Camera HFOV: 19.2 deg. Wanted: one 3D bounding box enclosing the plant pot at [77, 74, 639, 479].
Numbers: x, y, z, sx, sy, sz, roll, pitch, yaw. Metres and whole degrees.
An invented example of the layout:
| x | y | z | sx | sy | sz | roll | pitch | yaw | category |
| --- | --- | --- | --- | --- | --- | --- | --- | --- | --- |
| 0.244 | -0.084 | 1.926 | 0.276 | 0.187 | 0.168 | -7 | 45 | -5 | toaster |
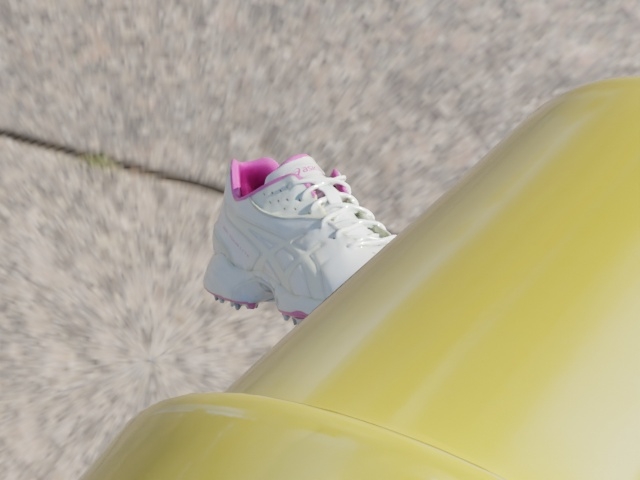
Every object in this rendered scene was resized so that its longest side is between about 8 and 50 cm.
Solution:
| x | y | z | sx | sy | sz | roll | pitch | yaw | category |
| --- | --- | --- | --- | --- | --- | --- | --- | --- | --- |
| 0.071 | 0.091 | 0.523 | 0.254 | 0.254 | 0.239 | 36 | 65 | -2 | plant pot |

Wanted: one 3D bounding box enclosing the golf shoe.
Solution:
| x | y | z | sx | sy | sz | roll | pitch | yaw | category |
| --- | --- | --- | --- | --- | --- | --- | --- | --- | --- |
| 0.000 | 0.000 | 1.616 | 0.115 | 0.306 | 0.140 | -5 | 100 | -39 | golf shoe |
